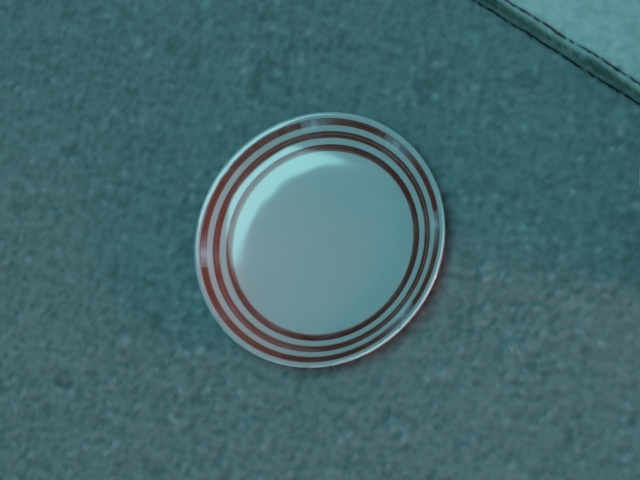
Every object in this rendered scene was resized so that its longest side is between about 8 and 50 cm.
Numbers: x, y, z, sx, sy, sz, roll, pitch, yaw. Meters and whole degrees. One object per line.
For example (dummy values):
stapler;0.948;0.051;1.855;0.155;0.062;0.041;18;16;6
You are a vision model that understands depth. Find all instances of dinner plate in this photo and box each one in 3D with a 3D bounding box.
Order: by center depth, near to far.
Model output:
dinner plate;0.000;0.000;0.964;0.141;0.017;0.141;-6;73;19

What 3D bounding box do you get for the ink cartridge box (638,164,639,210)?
ink cartridge box;0.226;-0.119;0.819;0.114;0.197;0.273;4;77;20
